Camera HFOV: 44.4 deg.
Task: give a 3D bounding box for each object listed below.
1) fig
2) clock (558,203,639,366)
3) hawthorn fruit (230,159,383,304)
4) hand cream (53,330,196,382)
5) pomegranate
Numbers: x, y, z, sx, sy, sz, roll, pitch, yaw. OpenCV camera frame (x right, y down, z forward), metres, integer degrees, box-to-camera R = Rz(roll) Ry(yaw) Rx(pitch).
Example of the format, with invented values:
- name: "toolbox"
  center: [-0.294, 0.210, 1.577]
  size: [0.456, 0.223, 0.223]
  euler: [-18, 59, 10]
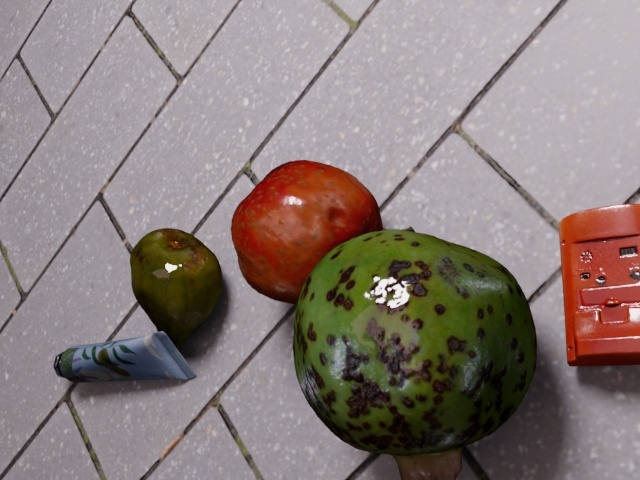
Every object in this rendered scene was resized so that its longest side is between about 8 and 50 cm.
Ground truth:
- name: "fig"
  center: [-0.200, 0.071, 1.116]
  size: [0.133, 0.184, 0.126]
  euler: [17, 53, 14]
- name: "clock"
  center: [0.291, 0.044, 0.770]
  size: [0.113, 0.061, 0.155]
  euler: [-9, 72, 36]
- name: "hawthorn fruit"
  center: [0.000, 0.000, 0.934]
  size: [0.200, 0.179, 0.179]
  euler: [22, 94, 24]
- name: "hand cream"
  center: [-0.306, 0.180, 1.180]
  size: [0.271, 0.091, 0.058]
  euler: [-10, 30, 36]
- name: "pomegranate"
  center: [0.091, 0.120, 0.795]
  size: [0.254, 0.254, 0.270]
  euler: [-9, 88, 35]
